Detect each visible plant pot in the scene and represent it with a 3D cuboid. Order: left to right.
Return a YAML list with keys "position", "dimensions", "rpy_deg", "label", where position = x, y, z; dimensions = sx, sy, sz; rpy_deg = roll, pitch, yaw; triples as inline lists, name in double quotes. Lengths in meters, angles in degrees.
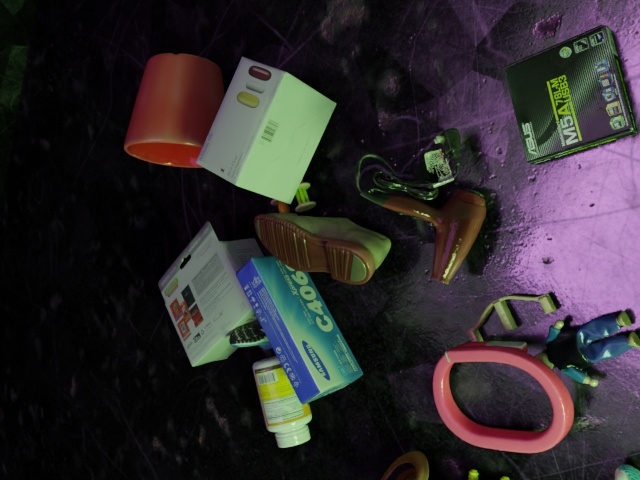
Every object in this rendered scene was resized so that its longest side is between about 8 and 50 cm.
- position: [-0.363, -0.338, 1.605]
  dimensions: [0.275, 0.275, 0.243]
  rpy_deg: [-2, 83, 40]
  label: "plant pot"

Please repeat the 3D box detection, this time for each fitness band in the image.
- position: [0.338, 0.300, 1.178]
  dimensions: [0.291, 0.054, 0.209]
  rpy_deg: [-11, 94, 48]
  label: "fitness band"

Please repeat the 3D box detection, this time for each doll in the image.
- position: [0.465, 0.197, 1.094]
  dimensions: [0.189, 0.046, 0.129]
  rpy_deg: [-32, 73, 37]
  label: "doll"

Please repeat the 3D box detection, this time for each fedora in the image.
- position: [0.188, 0.546, 1.310]
  dimensions: [0.079, 0.194, 0.194]
  rpy_deg: [35, 122, -8]
  label: "fedora"

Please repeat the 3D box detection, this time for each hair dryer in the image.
- position: [0.211, -0.056, 1.208]
  dimensions: [0.224, 0.080, 0.293]
  rpy_deg: [-20, 87, 8]
  label: "hair dryer"

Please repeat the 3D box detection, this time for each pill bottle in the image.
- position: [-0.091, 0.396, 1.526]
  dimensions: [0.117, 0.117, 0.215]
  rpy_deg: [-19, 82, 39]
  label: "pill bottle"

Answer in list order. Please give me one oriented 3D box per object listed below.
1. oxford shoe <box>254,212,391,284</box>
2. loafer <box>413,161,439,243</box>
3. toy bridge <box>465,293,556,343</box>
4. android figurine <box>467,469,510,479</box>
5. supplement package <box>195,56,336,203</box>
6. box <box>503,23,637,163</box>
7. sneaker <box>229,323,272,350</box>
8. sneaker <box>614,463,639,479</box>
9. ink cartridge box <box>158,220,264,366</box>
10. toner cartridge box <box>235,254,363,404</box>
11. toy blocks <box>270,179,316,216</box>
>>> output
- position: [0.000, 0.000, 1.417]
  dimensions: [0.348, 0.130, 0.123]
  rpy_deg: [21, 132, 31]
  label: "oxford shoe"
- position: [0.211, -0.075, 1.270]
  dimensions: [0.061, 0.062, 0.170]
  rpy_deg: [-12, 85, 44]
  label: "loafer"
- position: [0.358, 0.144, 1.190]
  dimensions: [0.188, 0.026, 0.063]
  rpy_deg: [-34, 70, 36]
  label: "toy bridge"
- position: [0.314, 0.594, 1.193]
  dimensions: [0.248, 0.056, 0.272]
  rpy_deg: [5, 75, 17]
  label: "android figurine"
- position: [-0.122, -0.245, 1.399]
  dimensions: [0.145, 0.204, 0.262]
  rpy_deg: [29, 97, 34]
  label: "supplement package"
- position: [0.434, -0.250, 1.078]
  dimensions: [0.184, 0.045, 0.190]
  rpy_deg: [-15, 84, 37]
  label: "box"
- position: [-0.149, 0.253, 1.543]
  dimensions: [0.063, 0.162, 0.073]
  rpy_deg: [-116, 30, -48]
  label: "sneaker"
- position: [0.520, 0.500, 1.052]
  dimensions: [0.092, 0.087, 0.228]
  rpy_deg: [-7, 88, 42]
  label: "sneaker"
- position: [-0.273, 0.138, 1.645]
  dimensions: [0.309, 0.130, 0.272]
  rpy_deg: [-44, 65, 33]
  label: "ink cartridge box"
- position: [-0.051, 0.195, 1.444]
  dimensions: [0.075, 0.165, 0.348]
  rpy_deg: [-42, 69, 34]
  label: "toner cartridge box"
- position: [-0.082, -0.133, 1.510]
  dimensions: [0.123, 0.054, 0.148]
  rpy_deg: [-29, 75, 38]
  label: "toy blocks"
